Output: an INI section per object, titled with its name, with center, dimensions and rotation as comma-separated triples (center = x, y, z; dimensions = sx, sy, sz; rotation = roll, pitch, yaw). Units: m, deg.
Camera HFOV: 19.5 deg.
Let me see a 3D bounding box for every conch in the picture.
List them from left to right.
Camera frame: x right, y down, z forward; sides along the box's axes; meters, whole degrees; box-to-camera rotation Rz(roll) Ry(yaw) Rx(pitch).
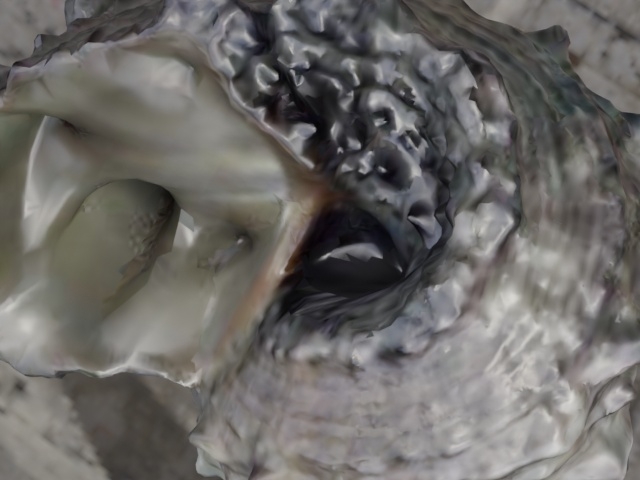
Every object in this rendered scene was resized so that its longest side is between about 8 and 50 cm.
[conch]
center = -0.002, 0.008, 0.716
dimensions = 0.313, 0.241, 0.186
rotation = 20, 170, -5
